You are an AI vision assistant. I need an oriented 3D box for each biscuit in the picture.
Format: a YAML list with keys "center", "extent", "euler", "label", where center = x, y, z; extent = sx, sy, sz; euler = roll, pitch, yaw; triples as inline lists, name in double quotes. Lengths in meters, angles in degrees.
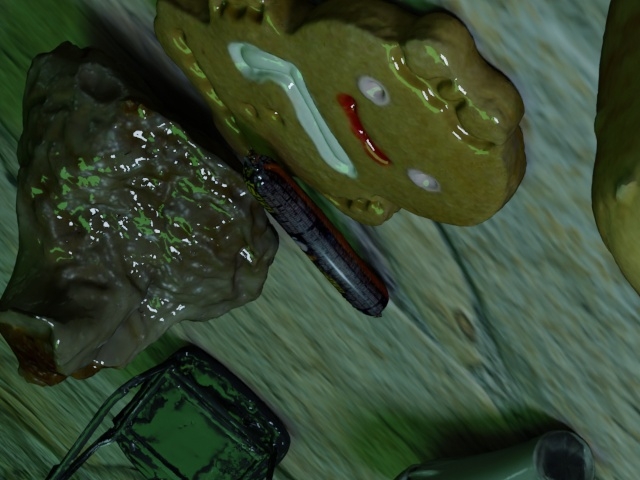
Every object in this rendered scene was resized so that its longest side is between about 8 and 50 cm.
- center: [0.011, -0.070, 0.984]
  extent: [0.248, 0.035, 0.184]
  euler: [16, 147, 44]
  label: "biscuit"

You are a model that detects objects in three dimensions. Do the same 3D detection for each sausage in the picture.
- center: [0.000, 0.000, 1.089]
  extent: [0.028, 0.025, 0.198]
  euler: [33, 171, 34]
  label: "sausage"

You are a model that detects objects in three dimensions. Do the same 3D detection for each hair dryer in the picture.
- center: [0.168, 0.204, 1.218]
  extent: [0.267, 0.092, 0.229]
  euler: [23, 149, 5]
  label: "hair dryer"

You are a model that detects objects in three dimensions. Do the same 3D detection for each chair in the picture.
- center: [-0.101, 0.159, 1.486]
  extent: [0.140, 0.221, 0.145]
  euler: [41, 114, 0]
  label: "chair"

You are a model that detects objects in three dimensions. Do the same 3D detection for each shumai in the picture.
- center: [-0.135, -0.002, 1.131]
  extent: [0.166, 0.175, 0.206]
  euler: [28, 158, 49]
  label: "shumai"

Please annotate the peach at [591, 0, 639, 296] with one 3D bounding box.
- center: [0.178, -0.019, 0.598]
  extent: [0.232, 0.232, 0.232]
  euler: [33, 156, 17]
  label: "peach"
